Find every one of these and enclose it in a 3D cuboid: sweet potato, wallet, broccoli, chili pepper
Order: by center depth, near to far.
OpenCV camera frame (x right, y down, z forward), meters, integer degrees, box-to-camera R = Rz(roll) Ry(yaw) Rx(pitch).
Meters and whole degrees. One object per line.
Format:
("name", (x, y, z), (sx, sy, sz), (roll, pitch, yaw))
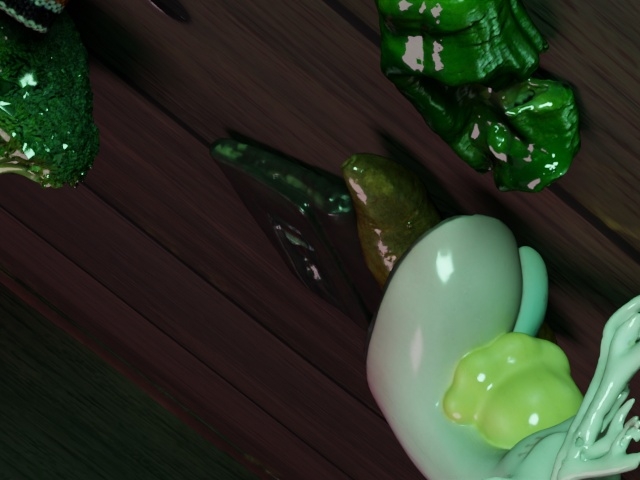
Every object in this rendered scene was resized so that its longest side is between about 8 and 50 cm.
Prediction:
("chili pepper", (0.086, -0.106, 1.080), (0.099, 0.083, 0.253), (17, 162, 28))
("sweet potato", (0.092, 0.032, 1.468), (0.292, 0.097, 0.097), (47, 162, -30))
("broccoli", (-0.318, -0.109, 1.614), (0.254, 0.269, 0.269), (39, 167, -38))
("wallet", (0.000, 0.000, 1.664), (0.182, 0.049, 0.229), (29, 163, 36))

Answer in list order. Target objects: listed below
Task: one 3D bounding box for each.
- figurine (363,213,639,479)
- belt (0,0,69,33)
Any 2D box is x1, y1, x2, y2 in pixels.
("figurine", (0.183, 0.107, 1.281), (0.206, 0.284, 0.315), (37, -166, -45))
("belt", (-0.329, -0.295, 1.384), (0.359, 0.094, 0.126), (38, 177, -2))
